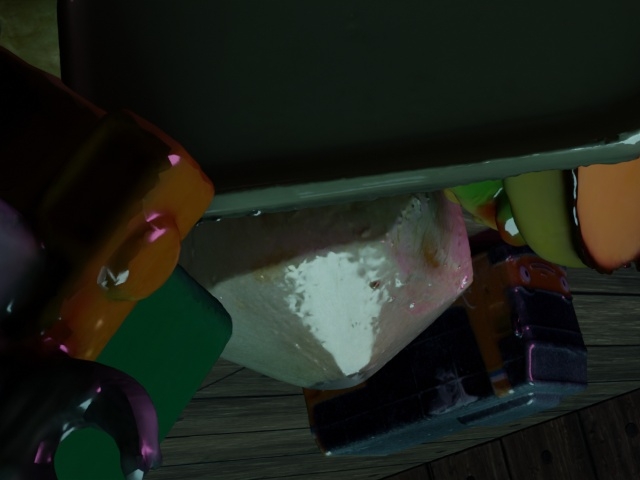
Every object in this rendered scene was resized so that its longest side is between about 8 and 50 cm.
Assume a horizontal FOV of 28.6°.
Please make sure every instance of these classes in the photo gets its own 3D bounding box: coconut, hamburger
[{"bbox_3d":[0.001,0.001,0.922,0.241,0.241,0.241,-12,163,-4],"label":"coconut"},{"bbox_3d":[0.144,-0.105,0.756,0.149,0.237,0.237,24,-175,33],"label":"hamburger"}]

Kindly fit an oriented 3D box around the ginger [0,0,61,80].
[{"bbox_3d":[-0.155,-0.081,0.703,0.363,0.122,0.348,-32,147,23],"label":"ginger"}]

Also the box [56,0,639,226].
[{"bbox_3d":[0.041,-0.078,0.551,0.274,0.138,0.178,-5,177,24],"label":"box"}]

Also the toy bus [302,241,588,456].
[{"bbox_3d":[0.137,0.132,1.474,0.323,0.194,0.162,-24,159,32],"label":"toy bus"}]

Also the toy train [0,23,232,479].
[{"bbox_3d":[-0.198,-0.025,0.452,0.178,0.429,0.249,-54,154,-7],"label":"toy train"}]
